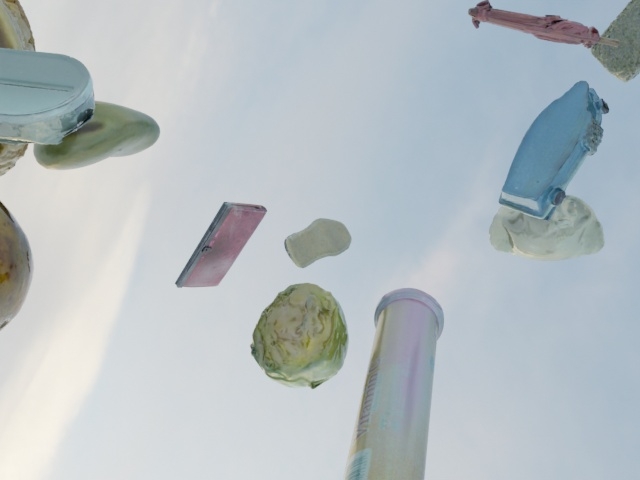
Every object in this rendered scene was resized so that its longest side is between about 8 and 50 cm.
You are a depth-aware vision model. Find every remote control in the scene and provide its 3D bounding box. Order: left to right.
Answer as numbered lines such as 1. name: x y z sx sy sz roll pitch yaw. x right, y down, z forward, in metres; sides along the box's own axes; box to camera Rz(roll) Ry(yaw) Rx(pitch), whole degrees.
1. remote control: -0.327 -0.136 0.642 0.052 0.247 0.104 91 10 -46

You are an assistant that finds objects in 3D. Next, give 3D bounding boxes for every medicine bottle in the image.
1. medicine bottle: 0.093 0.216 0.901 0.108 0.108 0.426 -45 -170 29

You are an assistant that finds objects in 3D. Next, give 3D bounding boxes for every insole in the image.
1. insole: 0.000 0.000 1.320 0.011 0.248 0.081 -31 -93 28

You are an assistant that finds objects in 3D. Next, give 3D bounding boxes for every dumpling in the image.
1. dumpling: 0.463 -0.034 1.447 0.229 0.124 0.151 2 -73 12

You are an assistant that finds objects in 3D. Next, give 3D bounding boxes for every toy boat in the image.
1. toy boat: 0.362 -0.134 1.068 0.109 0.098 0.238 24 -102 36

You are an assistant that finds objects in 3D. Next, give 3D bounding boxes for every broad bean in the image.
1. broad bean: -0.411 -0.205 1.311 0.189 0.263 0.121 -9 -81 25

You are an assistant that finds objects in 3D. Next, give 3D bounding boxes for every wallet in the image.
1. wallet: -0.212 0.013 1.509 0.025 0.119 0.232 51 -60 29

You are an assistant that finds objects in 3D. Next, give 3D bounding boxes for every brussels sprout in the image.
1. brussels sprout: -0.018 0.148 1.053 0.151 0.122 0.149 -45 -124 2

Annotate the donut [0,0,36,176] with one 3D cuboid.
1. donut: -0.555 -0.235 1.038 0.160 0.330 0.330 -65 180 -80

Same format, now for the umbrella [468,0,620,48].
1. umbrella: 0.219 -0.208 0.686 0.027 0.165 0.025 -166 -98 -74

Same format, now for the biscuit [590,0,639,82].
1. biscuit: 0.556 -0.274 1.118 0.250 0.046 0.147 53 -42 16

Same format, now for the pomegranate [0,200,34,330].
1. pomegranate: -0.523 0.035 0.903 0.307 0.307 0.307 -18 -116 43
